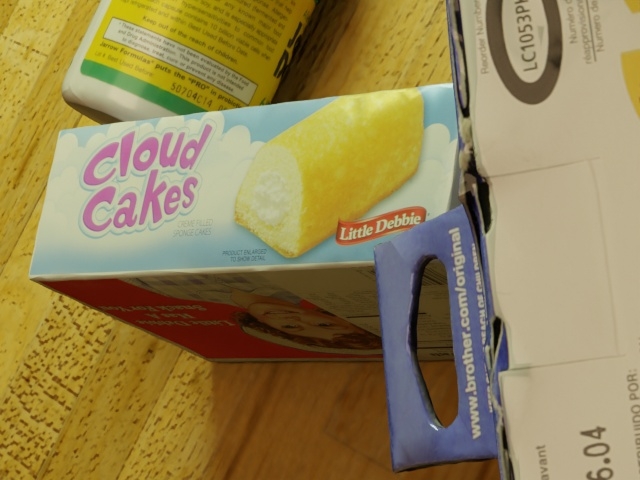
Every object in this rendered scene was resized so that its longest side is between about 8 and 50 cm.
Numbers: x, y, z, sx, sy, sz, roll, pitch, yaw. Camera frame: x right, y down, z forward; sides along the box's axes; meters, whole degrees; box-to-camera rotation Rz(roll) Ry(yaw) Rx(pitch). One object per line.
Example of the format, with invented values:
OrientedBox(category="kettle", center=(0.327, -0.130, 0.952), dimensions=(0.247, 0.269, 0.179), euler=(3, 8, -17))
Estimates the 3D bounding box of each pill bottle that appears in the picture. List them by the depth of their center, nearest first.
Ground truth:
OrientedBox(category="pill bottle", center=(-0.060, -0.154, 0.995), dimensions=(0.117, 0.117, 0.208), euler=(21, 85, 43))

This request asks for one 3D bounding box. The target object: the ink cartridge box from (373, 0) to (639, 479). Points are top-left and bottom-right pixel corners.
OrientedBox(category="ink cartridge box", center=(0.200, 0.004, 0.598), dimensions=(0.395, 0.151, 0.270), euler=(-10, 73, 16))

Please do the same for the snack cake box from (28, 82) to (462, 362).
OrientedBox(category="snack cake box", center=(0.000, 0.000, 0.854), dimensions=(0.264, 0.152, 0.089), euler=(-3, 69, 38))
